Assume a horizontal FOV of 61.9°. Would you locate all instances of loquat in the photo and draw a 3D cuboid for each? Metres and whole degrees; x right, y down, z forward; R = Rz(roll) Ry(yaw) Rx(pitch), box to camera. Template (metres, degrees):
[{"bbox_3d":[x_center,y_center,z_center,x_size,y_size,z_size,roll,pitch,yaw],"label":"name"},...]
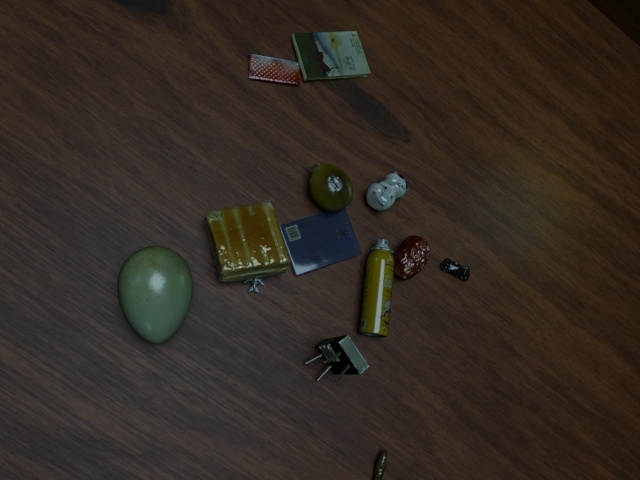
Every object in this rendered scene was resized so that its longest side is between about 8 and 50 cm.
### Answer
[{"bbox_3d":[0.033,-0.193,1.914,0.152,0.152,0.195,-31,97,-23],"label":"loquat"}]

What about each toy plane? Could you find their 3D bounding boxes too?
[{"bbox_3d":[-0.223,0.134,1.806,0.079,0.031,0.083,12,75,-32],"label":"toy plane"}]

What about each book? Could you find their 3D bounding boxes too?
[{"bbox_3d":[0.000,0.000,1.918,0.269,0.025,0.190,-18,85,-22],"label":"book"},{"bbox_3d":[0.042,-0.729,2.102,0.289,0.026,0.201,-13,80,-24],"label":"book"}]

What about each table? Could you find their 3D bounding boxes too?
[{"bbox_3d":[0.039,0.391,1.720,0.111,0.240,0.121,-34,89,-23],"label":"table"}]

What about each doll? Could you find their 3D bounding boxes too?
[{"bbox_3d":[0.254,-0.188,2.005,0.181,0.107,0.110,-35,98,-22],"label":"doll"}]

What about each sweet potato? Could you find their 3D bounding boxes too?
[{"bbox_3d":[0.193,0.776,1.790,0.041,0.038,0.153,25,77,13],"label":"sweet potato"}]

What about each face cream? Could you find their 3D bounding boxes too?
[{"bbox_3d":[0.205,0.164,1.905,0.105,0.105,0.348,12,73,-16],"label":"face cream"}]

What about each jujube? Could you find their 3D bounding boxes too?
[{"bbox_3d":[0.333,0.067,1.977,0.112,0.109,0.176,27,75,28],"label":"jujube"}]

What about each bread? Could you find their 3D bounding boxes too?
[{"bbox_3d":[-0.248,0.000,1.772,0.239,0.111,0.246,-8,68,-23],"label":"bread"}]

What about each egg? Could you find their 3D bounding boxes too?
[{"bbox_3d":[-0.495,0.163,1.606,0.218,0.218,0.295,1,86,-19],"label":"egg"}]

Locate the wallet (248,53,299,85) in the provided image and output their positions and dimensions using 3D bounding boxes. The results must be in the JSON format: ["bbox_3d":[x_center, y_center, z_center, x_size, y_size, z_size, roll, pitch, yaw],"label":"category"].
[{"bbox_3d":[-0.175,-0.642,2.015,0.197,0.020,0.103,3,76,-18],"label":"wallet"}]

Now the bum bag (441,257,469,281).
[{"bbox_3d":[0.523,0.111,2.064,0.124,0.034,0.058,27,79,-10],"label":"bum bag"}]
